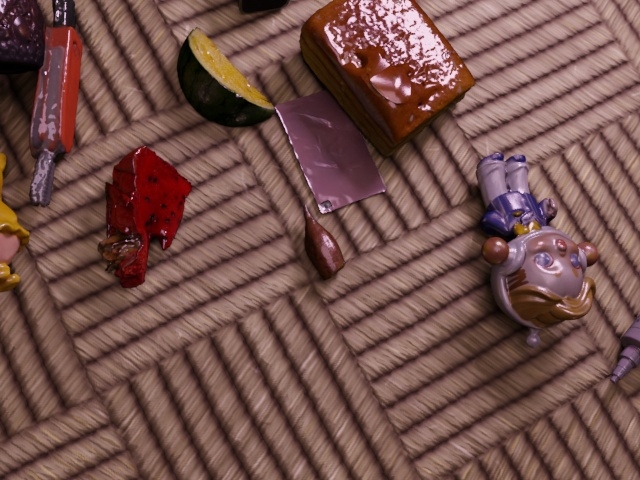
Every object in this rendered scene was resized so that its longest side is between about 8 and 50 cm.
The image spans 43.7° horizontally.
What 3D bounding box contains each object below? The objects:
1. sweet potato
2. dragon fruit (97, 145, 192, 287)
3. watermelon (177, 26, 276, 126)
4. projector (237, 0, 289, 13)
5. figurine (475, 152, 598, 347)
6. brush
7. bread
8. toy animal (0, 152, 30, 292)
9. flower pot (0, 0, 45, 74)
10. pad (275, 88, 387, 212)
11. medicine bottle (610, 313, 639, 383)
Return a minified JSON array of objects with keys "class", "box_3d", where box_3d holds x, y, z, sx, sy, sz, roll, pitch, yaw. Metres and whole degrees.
[{"class":"sweet potato","box_3d":[0.000,0.000,1.159,0.049,0.049,0.117,-21,79,-14]},{"class":"dragon fruit","box_3d":[-0.262,-0.026,1.131,0.092,0.122,0.192,-3,75,32]},{"class":"watermelon","box_3d":[-0.163,-0.231,1.208,0.181,0.075,0.092,45,29,4]},{"class":"projector","box_3d":[-0.094,-0.412,1.242,0.083,0.083,0.082,-12,77,-11]},{"class":"figurine","box_3d":[0.291,0.004,1.166,0.194,0.133,0.274,-21,71,-37]},{"class":"brush","box_3d":[-0.379,-0.201,1.151,0.051,0.070,0.323,5,77,-6]},{"class":"bread","box_3d":[0.099,-0.271,1.217,0.184,0.110,0.234,-37,83,-17]},{"class":"toy animal","box_3d":[-0.471,-0.029,1.058,0.156,0.156,0.229,-19,68,-13]},{"class":"flower pot","box_3d":[-0.501,-0.357,1.037,0.267,0.266,0.267,-1,97,-9]},{"class":"pad","box_3d":[0.016,-0.141,1.224,0.113,0.006,0.187,-21,78,-15]},{"class":"medicine bottle","box_3d":[0.491,0.138,1.189,0.057,0.057,0.199,44,74,5]}]
